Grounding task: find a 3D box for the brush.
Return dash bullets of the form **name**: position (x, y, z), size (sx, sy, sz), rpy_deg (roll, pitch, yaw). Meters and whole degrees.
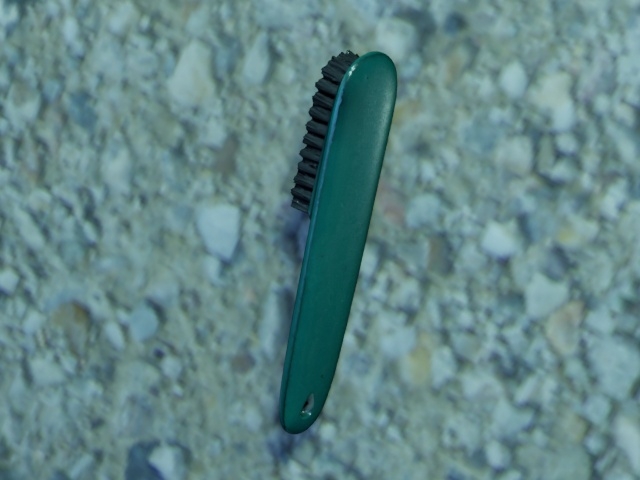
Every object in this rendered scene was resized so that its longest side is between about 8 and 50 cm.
- **brush**: position (0.000, 0.000, 0.954), size (0.032, 0.043, 0.193), rpy_deg (25, 110, 37)
